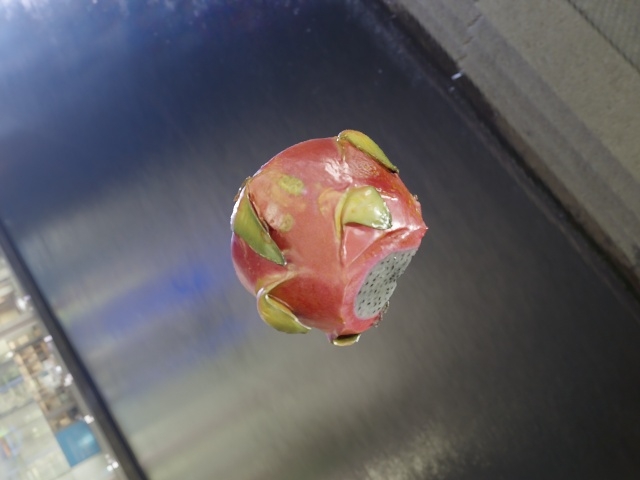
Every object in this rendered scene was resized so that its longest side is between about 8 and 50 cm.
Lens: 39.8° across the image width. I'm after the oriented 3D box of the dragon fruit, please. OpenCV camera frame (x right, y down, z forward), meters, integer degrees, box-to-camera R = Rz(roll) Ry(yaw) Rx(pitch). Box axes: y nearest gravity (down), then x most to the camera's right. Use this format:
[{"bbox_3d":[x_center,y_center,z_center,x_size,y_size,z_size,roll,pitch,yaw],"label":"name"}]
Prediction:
[{"bbox_3d":[0.000,0.000,0.351,0.056,0.060,0.083,42,111,41],"label":"dragon fruit"}]
